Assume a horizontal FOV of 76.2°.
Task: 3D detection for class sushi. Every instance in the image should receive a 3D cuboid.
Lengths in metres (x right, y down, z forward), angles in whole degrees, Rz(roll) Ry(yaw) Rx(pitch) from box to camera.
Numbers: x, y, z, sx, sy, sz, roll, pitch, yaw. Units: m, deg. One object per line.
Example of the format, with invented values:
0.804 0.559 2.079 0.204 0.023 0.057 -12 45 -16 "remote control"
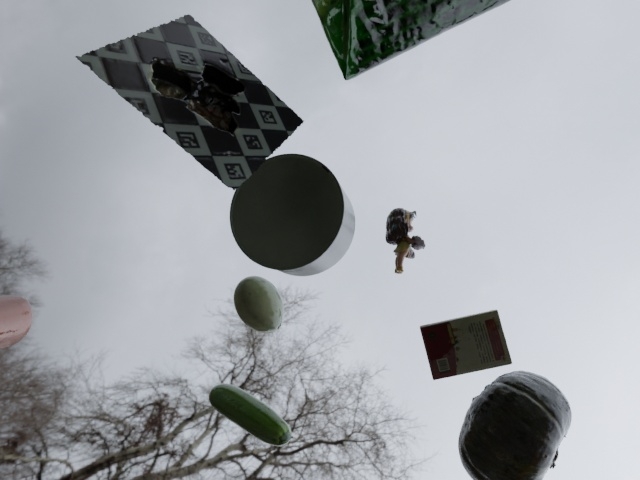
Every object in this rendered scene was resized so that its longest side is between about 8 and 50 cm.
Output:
-0.163 -0.188 0.569 0.047 0.231 0.219 -39 -166 44 "sushi"

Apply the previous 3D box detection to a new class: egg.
-0.151 0.159 1.008 0.114 0.114 0.152 -37 -96 29 "egg"

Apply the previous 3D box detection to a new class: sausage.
-0.611 0.149 0.672 0.114 0.259 0.113 0 -94 2 "sausage"

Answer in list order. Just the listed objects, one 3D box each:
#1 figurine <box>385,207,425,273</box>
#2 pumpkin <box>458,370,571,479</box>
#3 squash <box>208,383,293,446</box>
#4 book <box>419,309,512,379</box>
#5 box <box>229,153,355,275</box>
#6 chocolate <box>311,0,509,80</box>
0.297 -0.001 1.480 0.116 0.174 0.239 -4 -105 -5 "figurine"
0.335 0.331 0.715 0.157 0.224 0.223 34 -75 38 "pumpkin"
-0.194 0.445 1.065 0.293 0.082 0.082 13 -89 38 "squash"
0.424 0.306 1.197 0.232 0.022 0.162 -14 -94 4 "book"
-0.049 -0.043 0.831 0.227 0.149 0.225 -3 -101 13 "box"
0.129 -0.474 0.591 0.361 0.341 0.161 -23 -125 12 "chocolate"
